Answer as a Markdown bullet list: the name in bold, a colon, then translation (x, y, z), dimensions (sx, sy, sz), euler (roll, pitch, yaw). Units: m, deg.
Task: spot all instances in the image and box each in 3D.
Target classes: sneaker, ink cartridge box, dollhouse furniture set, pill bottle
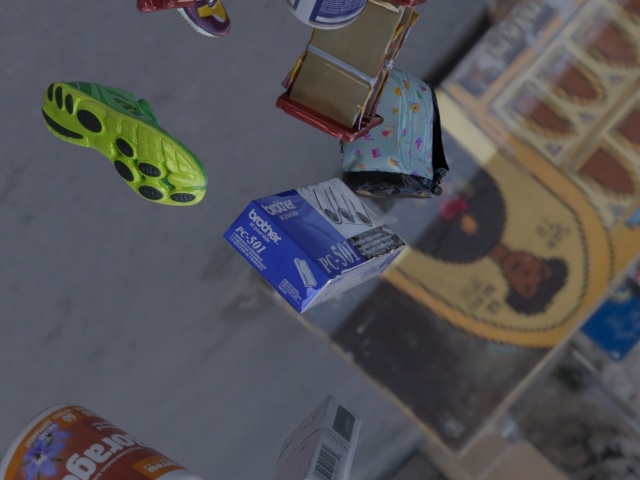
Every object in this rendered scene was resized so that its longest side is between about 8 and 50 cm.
- **sneaker**: translation (-0.176, -0.370, 1.956), dimensions (0.084, 0.185, 0.069), euler (-27, -148, 29)
- **ink cartridge box**: translation (-0.054, 0.295, 1.484), dimensions (0.232, 0.066, 0.189), euler (-44, -170, 20)
- **dollhouse furniture set**: translation (-0.064, -0.301, 1.724), dimensions (0.201, 0.374, 0.152), euler (-64, 173, 21)
- **pill bottle**: translation (0.018, -0.284, 1.375), dimensions (0.094, 0.094, 0.169), euler (-42, 176, -17)
- **pill bottle**: translation (-0.172, 0.239, 1.216), dimensions (0.121, 0.216, 0.121), euler (-38, 141, -40)
- **ink cartridge box**: translation (0.000, 0.000, 1.237), dimensions (0.046, 0.097, 0.207), euler (-49, 170, 21)
- **sneaker**: translation (-0.262, -0.155, 1.948), dimensions (0.123, 0.296, 0.109), euler (-28, 144, -46)

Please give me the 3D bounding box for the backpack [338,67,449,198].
- **backpack**: translation (0.099, -0.152, 1.941), dimensions (0.115, 0.152, 0.181), euler (8, 86, -60)
